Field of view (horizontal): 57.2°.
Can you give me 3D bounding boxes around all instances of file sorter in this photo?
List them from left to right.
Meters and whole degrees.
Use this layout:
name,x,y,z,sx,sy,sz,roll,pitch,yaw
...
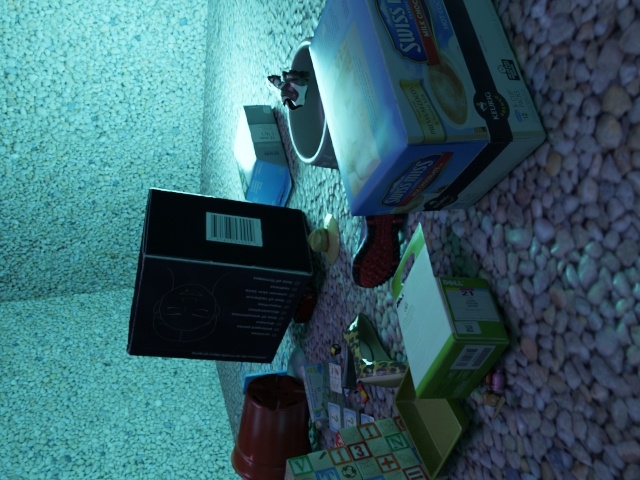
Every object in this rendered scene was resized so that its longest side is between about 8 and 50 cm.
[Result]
name,x,y,z,sx,sy,sz,roll,pitch,yaw
file sorter,-0.204,0.481,2.149,0.118,0.170,0.105,104,155,-42

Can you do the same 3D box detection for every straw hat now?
name,x,y,z,sx,sy,sz,roll,pitch,yaw
straw hat,0.000,0.000,1.626,0.144,0.061,0.145,175,90,-71

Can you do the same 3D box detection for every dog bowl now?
name,x,y,z,sx,sy,sz,roll,pitch,yaw
dog bowl,0.009,-0.342,1.459,0.348,0.102,0.349,174,90,-70

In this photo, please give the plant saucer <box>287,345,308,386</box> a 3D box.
name,x,y,z,sx,sy,sz,roll,pitch,yaw
plant saucer,-0.081,0.458,2.000,0.195,0.037,0.195,174,90,-69

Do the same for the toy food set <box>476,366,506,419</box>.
name,x,y,z,sx,sy,sz,roll,pitch,yaw
toy food set,0.282,0.233,0.985,0.122,0.019,0.078,-107,22,-49

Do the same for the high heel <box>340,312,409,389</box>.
name,x,y,z,sx,sy,sz,roll,pitch,yaw
high heel,0.131,0.236,1.330,0.261,0.093,0.186,-26,48,55

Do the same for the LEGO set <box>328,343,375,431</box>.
name,x,y,z,sx,sy,sz,roll,pitch,yaw
LEGO set,0.064,0.396,1.513,0.182,0.060,0.244,1,96,53

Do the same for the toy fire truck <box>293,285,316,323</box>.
name,x,y,z,sx,sy,sz,roll,pitch,yaw
toy fire truck,-0.067,0.189,1.876,0.192,0.047,0.135,109,150,-47

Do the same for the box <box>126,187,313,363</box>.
name,x,y,z,sx,sy,sz,roll,pitch,yaw
box,-0.327,0.130,1.830,0.297,0.479,0.472,-101,26,-44

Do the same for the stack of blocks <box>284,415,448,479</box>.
name,x,y,z,sx,sy,sz,roll,pitch,yaw
stack of blocks,0.081,0.470,1.185,0.171,0.297,0.087,-126,35,-52

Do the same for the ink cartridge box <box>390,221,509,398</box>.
name,x,y,z,sx,sy,sz,roll,pitch,yaw
ink cartridge box,0.214,0.120,1.035,0.189,0.097,0.255,106,162,-46

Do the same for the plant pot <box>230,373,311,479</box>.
name,x,y,z,sx,sy,sz,roll,pitch,yaw
plant pot,-0.147,0.594,1.896,0.272,0.272,0.265,-136,48,-61

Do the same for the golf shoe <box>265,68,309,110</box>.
name,x,y,z,sx,sy,sz,roll,pitch,yaw
golf shoe,-0.086,-0.367,1.454,0.198,0.077,0.094,-155,61,-68

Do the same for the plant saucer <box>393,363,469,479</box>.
name,x,y,z,sx,sy,sz,roll,pitch,yaw
plant saucer,0.220,0.332,1.138,0.188,0.045,0.188,-116,28,-43

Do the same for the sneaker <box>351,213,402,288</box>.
name,x,y,z,sx,sy,sz,roll,pitch,yaw
sneaker,0.124,-0.022,1.274,0.125,0.104,0.262,-97,15,-63

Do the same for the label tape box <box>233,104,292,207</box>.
name,x,y,z,sx,sy,sz,roll,pitch,yaw
label tape box,-0.209,-0.261,2.053,0.249,0.115,0.348,117,144,-56

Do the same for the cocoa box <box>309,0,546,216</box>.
name,x,y,z,sx,sy,sz,roll,pitch,yaw
cocoa box,0.145,-0.242,0.929,0.231,0.227,0.347,127,134,-62

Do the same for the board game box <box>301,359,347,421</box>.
name,x,y,z,sx,sy,sz,roll,pitch,yaw
board game box,0.012,0.420,1.641,0.026,0.103,0.154,127,135,-61

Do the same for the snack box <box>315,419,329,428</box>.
name,x,y,z,sx,sy,sz,roll,pitch,yaw
snack box,-0.002,0.491,1.791,0.100,0.037,0.141,113,145,-56
